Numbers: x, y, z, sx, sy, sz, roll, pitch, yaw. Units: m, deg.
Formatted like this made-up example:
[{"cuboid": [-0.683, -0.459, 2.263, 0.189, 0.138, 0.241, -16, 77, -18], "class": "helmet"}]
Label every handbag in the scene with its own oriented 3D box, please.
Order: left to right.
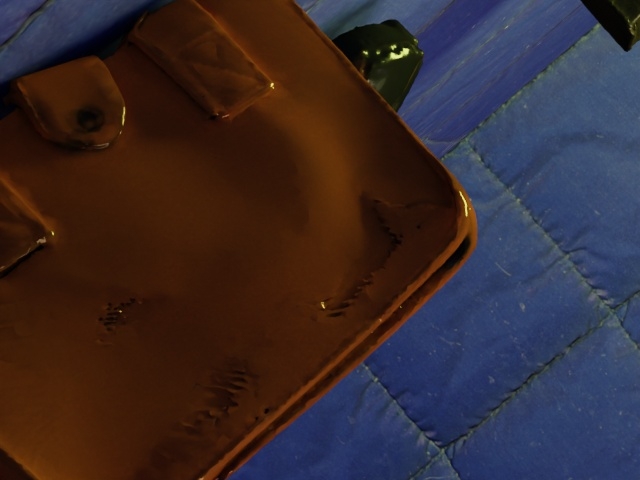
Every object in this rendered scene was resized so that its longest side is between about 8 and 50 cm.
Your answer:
[{"cuboid": [-0.111, 0.006, 1.035, 0.410, 0.303, 0.116, -38, 173, -33], "class": "handbag"}]

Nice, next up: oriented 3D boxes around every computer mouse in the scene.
[{"cuboid": [-0.017, -0.103, 1.607, 0.323, 0.116, 0.183, -38, 170, 9], "class": "computer mouse"}]

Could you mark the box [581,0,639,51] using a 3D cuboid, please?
[{"cuboid": [0.399, -0.364, 1.959, 0.143, 0.184, 0.273, -39, 174, 9], "class": "box"}]
